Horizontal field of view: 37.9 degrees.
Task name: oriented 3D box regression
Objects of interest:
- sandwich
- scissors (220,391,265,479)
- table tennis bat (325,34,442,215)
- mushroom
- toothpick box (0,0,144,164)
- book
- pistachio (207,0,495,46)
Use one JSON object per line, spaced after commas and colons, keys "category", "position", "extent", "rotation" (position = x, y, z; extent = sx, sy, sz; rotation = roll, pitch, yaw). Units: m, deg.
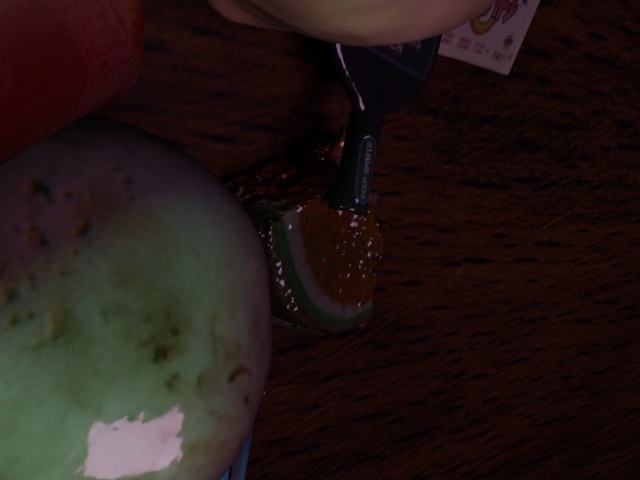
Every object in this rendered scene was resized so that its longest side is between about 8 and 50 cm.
{"category": "sandwich", "position": [0.000, 0.012, 0.774], "extent": [0.159, 0.079, 0.235], "rotation": [-44, 143, -18]}
{"category": "scissors", "position": [-0.102, 0.271, 0.794], "extent": [0.180, 0.032, 0.392], "rotation": [-14, 126, -42]}
{"category": "table tennis bat", "position": [0.043, -0.136, 0.709], "extent": [0.150, 0.027, 0.236], "rotation": [16, 85, -52]}
{"category": "mushroom", "position": [-0.152, 0.058, 0.546], "extent": [0.244, 0.244, 0.243], "rotation": [-31, 137, -33]}
{"category": "toothpick box", "position": [-0.252, -0.056, 0.309], "extent": [0.333, 0.204, 0.204], "rotation": [-38, 141, -26]}
{"category": "book", "position": [0.169, -0.266, 0.816], "extent": [0.162, 0.022, 0.231], "rotation": [2, 114, -51]}
{"category": "pistachio", "position": [0.027, -0.216, 0.535], "extent": [0.214, 0.193, 0.318], "rotation": [-36, 166, 34]}
